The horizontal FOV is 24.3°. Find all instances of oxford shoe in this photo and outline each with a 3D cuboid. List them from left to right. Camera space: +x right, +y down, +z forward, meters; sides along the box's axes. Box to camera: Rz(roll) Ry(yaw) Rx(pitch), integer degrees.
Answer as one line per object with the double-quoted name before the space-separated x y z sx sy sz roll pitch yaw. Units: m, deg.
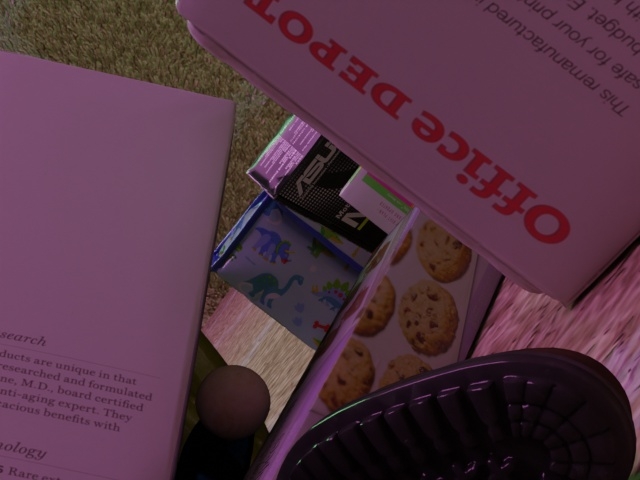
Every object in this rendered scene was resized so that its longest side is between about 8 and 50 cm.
"oxford shoe" 0.035 0.082 0.521 0.096 0.083 0.227 -40 0 -40

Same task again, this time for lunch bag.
"lunch bag" 0.000 0.000 1.258 0.151 0.129 0.096 -51 9 4

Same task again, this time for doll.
"doll" -0.058 0.137 0.786 0.129 0.046 0.189 -70 -7 -51

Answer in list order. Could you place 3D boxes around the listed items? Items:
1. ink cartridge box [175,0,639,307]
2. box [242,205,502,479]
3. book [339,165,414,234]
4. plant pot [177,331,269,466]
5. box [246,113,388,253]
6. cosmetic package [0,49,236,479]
"ink cartridge box" 0.117 -0.158 0.612 0.306 0.226 0.131 -49 5 36
"box" 0.018 0.090 0.740 0.063 0.067 0.324 -50 4 38
"book" 0.092 -0.057 0.935 0.144 0.096 0.035 -52 4 11
"plant pot" -0.236 0.185 1.091 0.353 0.366 0.366 -41 5 5
"box" 0.063 -0.085 1.123 0.190 0.045 0.184 -52 -37 7
"cosmetic package" -0.147 0.092 0.752 0.365 0.155 0.197 -87 11 -49
